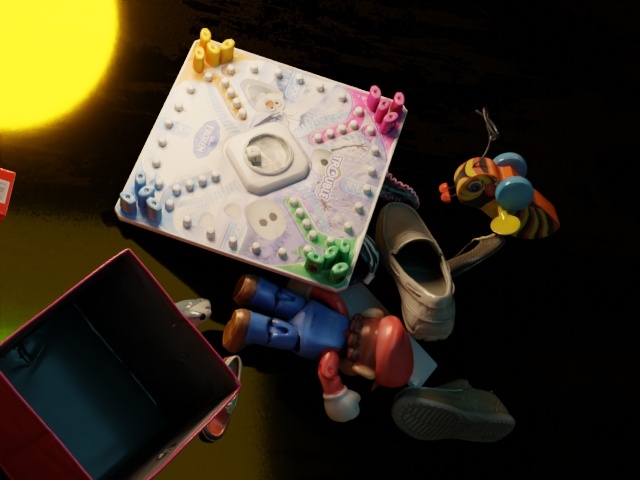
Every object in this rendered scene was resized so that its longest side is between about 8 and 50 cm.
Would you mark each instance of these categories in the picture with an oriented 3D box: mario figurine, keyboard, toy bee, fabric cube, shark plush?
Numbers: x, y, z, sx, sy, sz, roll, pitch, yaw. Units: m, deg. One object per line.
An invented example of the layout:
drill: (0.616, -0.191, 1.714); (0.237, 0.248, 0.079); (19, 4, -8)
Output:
mario figurine: (-0.001, 0.172, 1.953); (0.321, 0.170, 0.198); (20, 96, -11)
keyboard: (0.100, 0.147, 2.064); (0.256, 0.014, 0.072); (48, 50, -6)
toy bee: (0.312, -0.103, 2.222); (0.298, 0.162, 0.195); (57, 21, -14)
fabric cube: (-0.318, 0.212, 1.644); (0.259, 0.258, 0.254); (51, 54, -3)
shark plush: (-0.250, 0.118, 1.864); (0.161, 0.073, 0.067); (-3, 51, -10)

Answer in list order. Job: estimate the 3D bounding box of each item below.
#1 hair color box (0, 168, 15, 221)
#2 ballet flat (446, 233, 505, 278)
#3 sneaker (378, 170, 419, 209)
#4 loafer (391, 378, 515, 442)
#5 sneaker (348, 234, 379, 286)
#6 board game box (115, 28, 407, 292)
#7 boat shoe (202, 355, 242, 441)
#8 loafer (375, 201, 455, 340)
hair color box: (-0.485, -0.049, 1.719); (0.043, 0.141, 0.071); (18, 63, -23)
ballet flat: (0.237, 0.039, 2.149); (0.250, 0.084, 0.058); (-29, 84, -30)
sneaker: (0.123, -0.087, 2.153); (0.119, 0.047, 0.057); (38, 62, -3)
loafer: (0.219, 0.287, 2.041); (0.251, 0.094, 0.087); (17, 39, -34)
sneaker: (0.000, 0.000, 1.968); (0.235, 0.094, 0.153); (40, 12, -15)
board game box: (-0.086, -0.144, 1.957); (0.390, 0.050, 0.389); (18, 60, 3)
boat shoe: (-0.152, 0.245, 1.858); (0.049, 0.043, 0.137); (24, 62, -22)
loafer: (0.166, 0.031, 2.021); (0.112, 0.111, 0.319); (-2, 40, -14)
